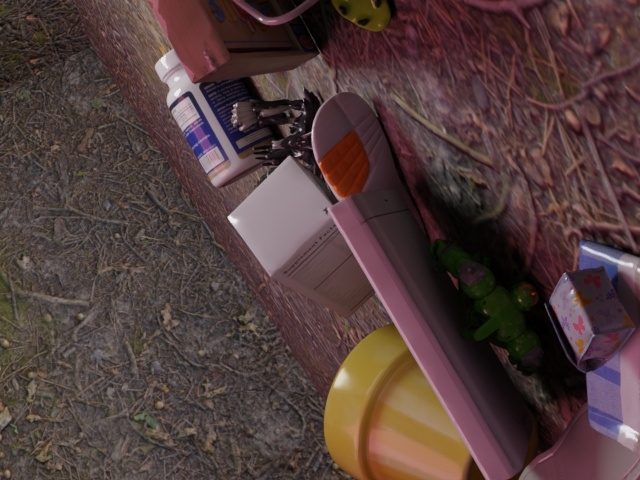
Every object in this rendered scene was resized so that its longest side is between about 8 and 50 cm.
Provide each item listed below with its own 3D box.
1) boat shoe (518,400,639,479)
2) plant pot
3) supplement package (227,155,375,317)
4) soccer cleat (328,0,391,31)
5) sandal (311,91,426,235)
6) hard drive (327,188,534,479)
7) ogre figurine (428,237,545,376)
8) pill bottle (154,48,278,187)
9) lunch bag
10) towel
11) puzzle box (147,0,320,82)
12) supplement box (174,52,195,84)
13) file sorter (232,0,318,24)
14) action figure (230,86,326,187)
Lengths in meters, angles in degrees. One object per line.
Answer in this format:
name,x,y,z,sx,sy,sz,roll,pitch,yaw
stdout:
boat shoe,0.318,0.254,1.019,0.302,0.091,0.114,118,156,-57
plant pot,0.174,0.272,1.334,0.239,0.254,0.254,20,141,46
supplement package,0.000,0.000,1.383,0.134,0.139,0.244,51,-171,33
soccer cleat,0.018,-0.306,1.033,0.179,0.072,0.060,43,121,5
sandal,0.057,-0.080,1.270,0.265,0.102,0.076,62,168,-22
hard drive,0.144,0.099,1.111,0.353,0.047,0.233,60,-163,5
ogre figurine,0.205,0.085,1.082,0.118,0.097,0.197,-136,28,-85
pill bottle,-0.201,-0.248,1.764,0.264,0.153,0.153,61,167,-1
lunch bag,0.242,0.076,0.842,0.083,0.053,0.071,97,160,-57
towel,0.317,0.128,0.786,0.285,0.034,0.209,-145,42,-63
puzzle box,-0.128,-0.327,1.104,0.272,0.052,0.409,62,-163,-5
supplement box,-0.170,-0.357,1.459,0.073,0.130,0.239,57,168,14
file sorter,-0.068,-0.371,0.837,0.193,0.173,0.277,46,171,46
action figure,-0.063,-0.157,1.475,0.276,0.141,0.164,-157,50,-72
